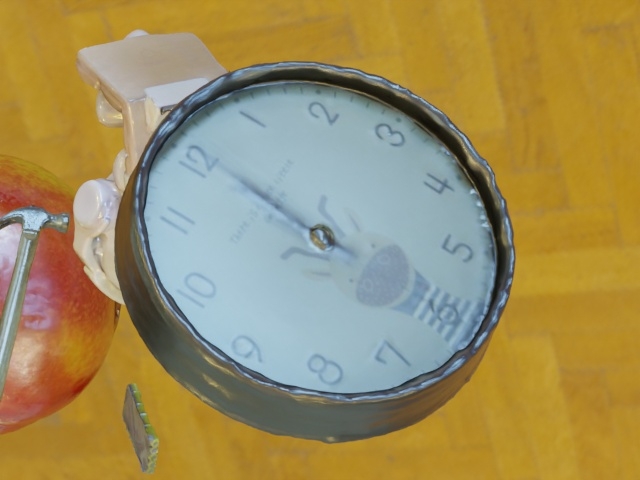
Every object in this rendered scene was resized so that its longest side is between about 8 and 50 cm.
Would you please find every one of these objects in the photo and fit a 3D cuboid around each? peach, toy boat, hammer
[{"bbox_3d":[-0.426,0.066,1.861,0.370,0.370,0.370,9,118,17],"label":"peach"},{"bbox_3d":[-0.231,0.242,2.006,0.016,0.115,0.063,-3,127,-22],"label":"toy boat"},{"bbox_3d":[-0.257,0.050,1.300,0.062,0.182,0.017,12,150,-5],"label":"hammer"}]

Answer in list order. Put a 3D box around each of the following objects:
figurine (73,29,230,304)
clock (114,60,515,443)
[{"bbox_3d":[-0.131,-0.043,1.269,0.141,0.162,0.237,36,137,46],"label":"figurine"},{"bbox_3d":[0.000,0.000,0.706,0.184,0.184,0.040,32,147,4],"label":"clock"}]
